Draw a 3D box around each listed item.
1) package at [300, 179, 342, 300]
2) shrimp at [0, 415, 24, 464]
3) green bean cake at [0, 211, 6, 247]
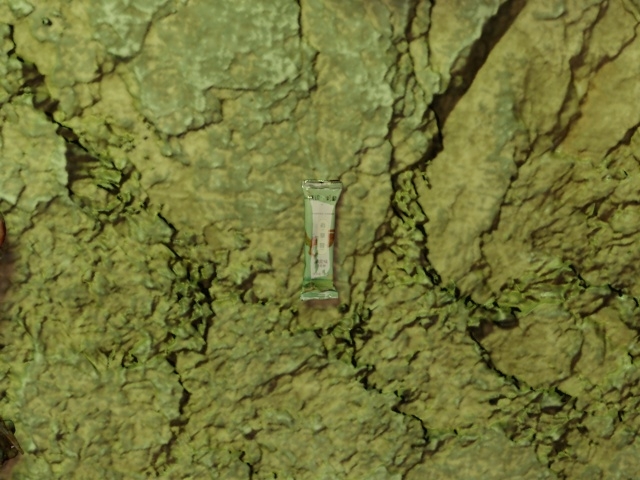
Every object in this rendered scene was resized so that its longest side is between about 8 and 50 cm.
[{"bbox_3d":[0.000,0.000,1.453,0.037,0.015,0.110,1,101,-7],"label":"package"},{"bbox_3d":[-0.346,0.122,1.363,0.144,0.052,0.251,-6,137,31],"label":"shrimp"},{"bbox_3d":[-0.344,0.016,1.357,0.136,0.056,0.135,19,100,-16],"label":"green bean cake"}]
